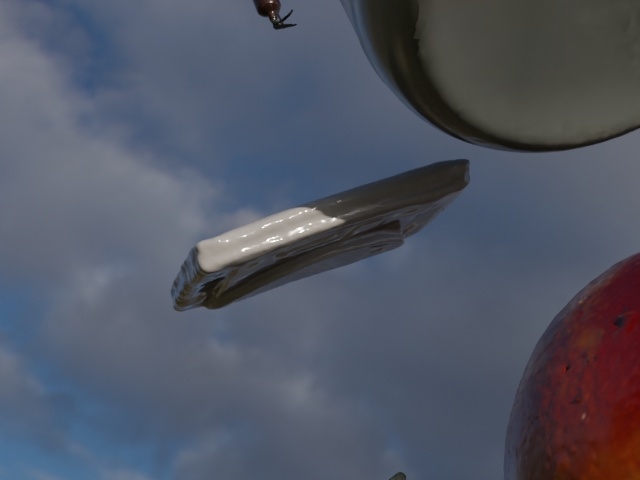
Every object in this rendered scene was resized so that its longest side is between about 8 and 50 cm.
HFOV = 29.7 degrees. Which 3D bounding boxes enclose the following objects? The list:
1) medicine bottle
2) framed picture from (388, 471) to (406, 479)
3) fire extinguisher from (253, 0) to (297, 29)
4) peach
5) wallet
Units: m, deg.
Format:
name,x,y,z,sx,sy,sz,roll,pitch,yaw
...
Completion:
name,x,y,z,sx,sy,sz,roll,pitch,yaw
medicine bottle,0.102,-0.226,0.685,0.245,0.306,0.245,-11,-44,-11
framed picture,-0.045,0.175,0.272,0.217,0.274,0.017,-24,-66,2
fire extinguisher,-0.073,-0.303,1.401,0.035,0.173,0.049,-14,-24,-16
peach,0.312,0.181,0.915,0.388,0.388,0.388,11,-30,6
wallet,0.000,0.000,0.733,0.182,0.032,0.124,-17,-13,-19
